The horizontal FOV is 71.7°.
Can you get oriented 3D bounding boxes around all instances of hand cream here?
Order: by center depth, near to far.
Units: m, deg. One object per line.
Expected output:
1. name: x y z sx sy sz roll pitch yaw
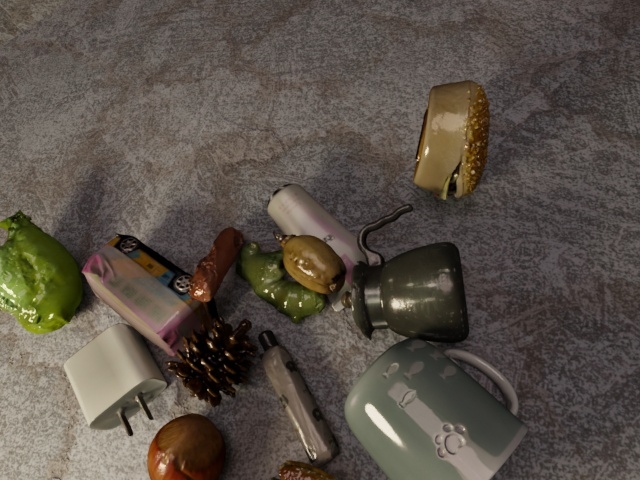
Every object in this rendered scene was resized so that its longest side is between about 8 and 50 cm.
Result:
1. hand cream: 0.000 0.000 1.188 0.185 0.118 0.358 -40 71 -6

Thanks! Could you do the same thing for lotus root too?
1. lotus root: -0.028 0.045 1.080 0.221 0.125 0.118 39 41 24

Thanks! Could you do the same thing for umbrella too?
1. umbrella: -0.063 0.359 1.044 0.073 0.067 0.337 -30 61 -6

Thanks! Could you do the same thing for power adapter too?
1. power adapter: -0.505 0.364 1.115 0.187 0.124 0.255 -39 61 -6

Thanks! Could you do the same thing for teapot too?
1. teapot: 0.177 0.092 1.013 0.285 0.223 0.305 -9 106 17

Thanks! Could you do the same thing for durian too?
1. durian: -0.823 0.107 1.268 0.340 0.204 0.256 41 44 -10

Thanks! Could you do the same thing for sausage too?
1. sausage: -0.260 0.042 1.152 0.079 0.087 0.326 29 27 -9

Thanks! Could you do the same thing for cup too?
1. cup: 0.244 0.338 0.902 0.357 0.259 0.274 -26 56 -36

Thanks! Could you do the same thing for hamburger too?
1. hamburger: 0.338 -0.253 1.122 0.170 0.302 0.302 10 67 9

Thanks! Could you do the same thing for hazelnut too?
1. hazelnut: -0.305 0.484 0.985 0.182 0.182 0.182 -5 63 11

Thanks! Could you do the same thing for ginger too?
1. ginger: -0.111 0.105 1.166 0.137 0.089 0.290 -46 63 -5

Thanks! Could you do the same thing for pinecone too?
1. pinecone: -0.249 0.279 1.072 0.186 0.168 0.212 38 63 -5

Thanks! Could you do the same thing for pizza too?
1. pizza: -0.035 0.571 0.900 0.147 0.069 0.226 -8 60 12

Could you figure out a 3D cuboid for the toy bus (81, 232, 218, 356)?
1. toy bus: -0.465 0.136 1.172 0.386 0.171 0.162 29 50 25
